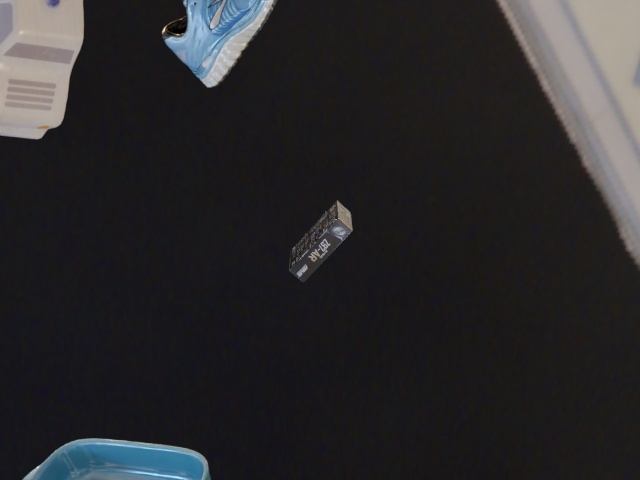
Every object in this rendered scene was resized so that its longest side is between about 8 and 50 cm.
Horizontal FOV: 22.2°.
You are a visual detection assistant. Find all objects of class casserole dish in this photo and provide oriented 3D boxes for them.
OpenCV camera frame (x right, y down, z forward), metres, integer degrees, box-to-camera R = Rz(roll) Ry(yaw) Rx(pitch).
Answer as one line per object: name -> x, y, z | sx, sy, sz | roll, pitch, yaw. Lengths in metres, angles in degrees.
casserole dish -> -0.159, 0.208, 1.247 | 0.188, 0.037, 0.114 | 0, -136, 36

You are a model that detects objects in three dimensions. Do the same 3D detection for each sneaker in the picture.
sneaker -> -0.073, -0.190, 1.256 | 0.073, 0.162, 0.063 | 32, -143, -9

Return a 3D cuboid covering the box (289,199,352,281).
box -> 0.000, 0.000, 1.499 | 0.018, 0.083, 0.067 | 42, -82, -9

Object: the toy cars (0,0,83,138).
toy cars -> -0.175, -0.249, 1.234 | 0.087, 0.176, 0.394 | -4, -133, 36
